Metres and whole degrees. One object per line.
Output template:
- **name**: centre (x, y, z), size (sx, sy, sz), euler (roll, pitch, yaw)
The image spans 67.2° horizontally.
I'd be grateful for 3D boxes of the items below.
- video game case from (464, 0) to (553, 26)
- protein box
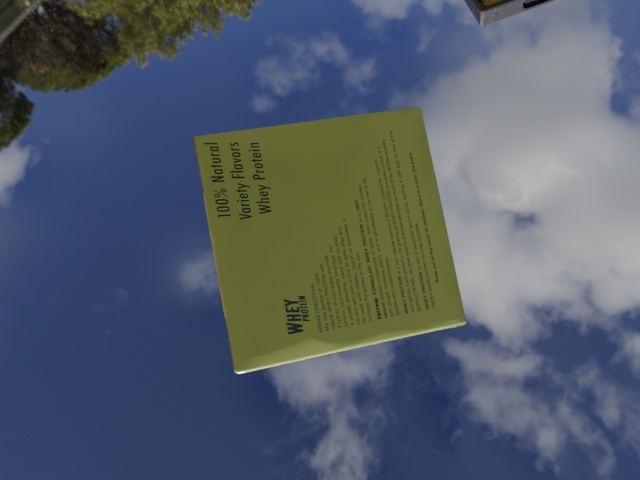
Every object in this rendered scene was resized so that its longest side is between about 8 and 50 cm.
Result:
- **video game case**: centre (0.331, -0.477, 0.778), size (0.248, 0.035, 0.274), euler (-17, -123, 7)
- **protein box**: centre (0.000, 0.000, 0.466), size (0.201, 0.136, 0.199), euler (-10, -94, -11)
